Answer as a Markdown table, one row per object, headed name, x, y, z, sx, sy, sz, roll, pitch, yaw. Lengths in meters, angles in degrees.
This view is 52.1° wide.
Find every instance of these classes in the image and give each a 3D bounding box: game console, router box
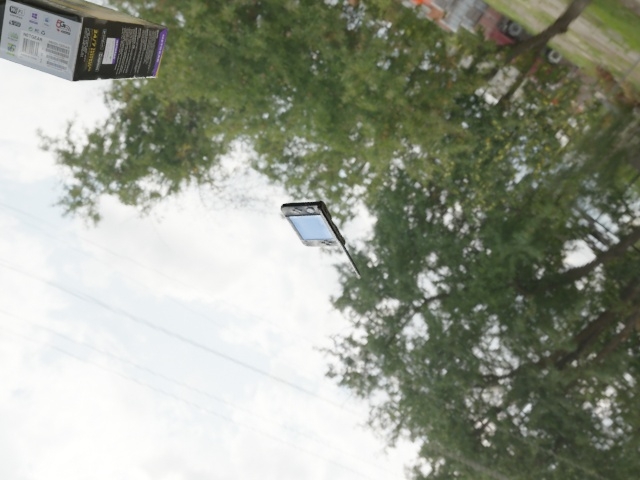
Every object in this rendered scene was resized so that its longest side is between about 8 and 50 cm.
| name | x | y | z | sx | sy | sz | roll | pitch | yaw |
| --- | --- | --- | --- | --- | --- | --- | --- | --- | --- |
| game console | 0.000 | 0.000 | 1.010 | 0.122 | 0.107 | 0.071 | 60 | -146 | -53 |
| router box | -0.395 | -0.295 | 0.865 | 0.308 | 0.081 | 0.243 | 19 | -162 | 4 |
